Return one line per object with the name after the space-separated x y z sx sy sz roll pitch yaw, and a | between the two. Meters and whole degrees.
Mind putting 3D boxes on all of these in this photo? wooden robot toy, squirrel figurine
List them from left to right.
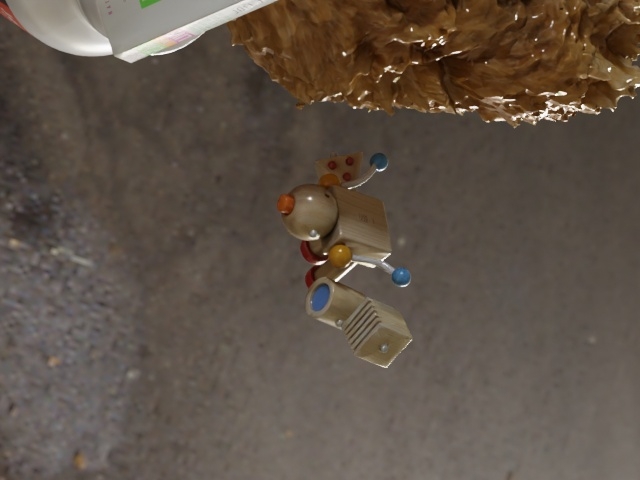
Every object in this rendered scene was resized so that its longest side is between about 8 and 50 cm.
0.000 0.000 1.041 0.079 0.076 0.173 23 43 -36 | wooden robot toy
0.056 -0.215 1.139 0.281 0.397 0.370 -34 149 21 | squirrel figurine

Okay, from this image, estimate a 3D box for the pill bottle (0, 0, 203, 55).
-0.210 -0.257 1.286 0.181 0.323 0.181 -23 130 -32 | pill bottle

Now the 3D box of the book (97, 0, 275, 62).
-0.046 -0.156 0.803 0.035 0.144 0.096 15 57 -65 | book
